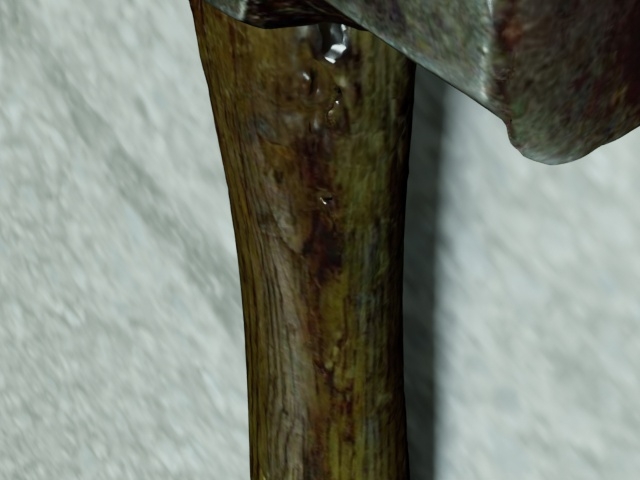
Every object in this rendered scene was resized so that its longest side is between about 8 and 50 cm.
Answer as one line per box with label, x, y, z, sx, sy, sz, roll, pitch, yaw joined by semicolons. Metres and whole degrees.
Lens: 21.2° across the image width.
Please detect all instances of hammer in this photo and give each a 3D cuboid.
hammer;0.000;0.000;0.496;0.242;0.095;0.408;36;146;35
